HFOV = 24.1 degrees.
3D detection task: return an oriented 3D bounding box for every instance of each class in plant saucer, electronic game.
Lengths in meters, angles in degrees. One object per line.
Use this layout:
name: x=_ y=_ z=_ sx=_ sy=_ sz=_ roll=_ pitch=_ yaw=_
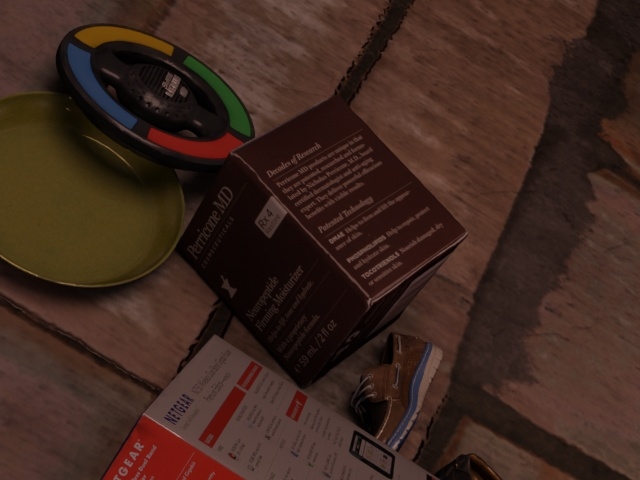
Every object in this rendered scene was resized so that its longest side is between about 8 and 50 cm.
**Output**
plant saucer: x=-0.254 y=-0.045 z=1.489 sx=0.241 sy=0.037 sz=0.241 roll=16 pitch=48 yaw=-18
electronic game: x=-0.171 y=-0.152 z=1.576 sx=0.229 sy=0.048 sz=0.229 roll=26 pitch=30 yaw=-16

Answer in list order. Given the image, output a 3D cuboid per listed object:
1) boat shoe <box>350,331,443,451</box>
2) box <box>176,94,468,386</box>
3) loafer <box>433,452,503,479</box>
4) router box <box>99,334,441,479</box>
boat shoe: x=0.065 y=0.160 z=1.493 sx=0.066 sy=0.066 sz=0.183 roll=29 pitch=36 yaw=1
box: x=0.000 y=0.000 z=1.503 sx=0.203 sy=0.168 sz=0.167 roll=47 pitch=48 yaw=11
loafer: x=0.184 y=0.278 z=1.460 sx=0.170 sy=0.061 sz=0.062 roll=40 pitch=45 yaw=4
router box: x=-0.010 y=0.218 z=1.253 sx=0.301 sy=0.082 sz=0.335 roll=33 pitch=8 yaw=1
